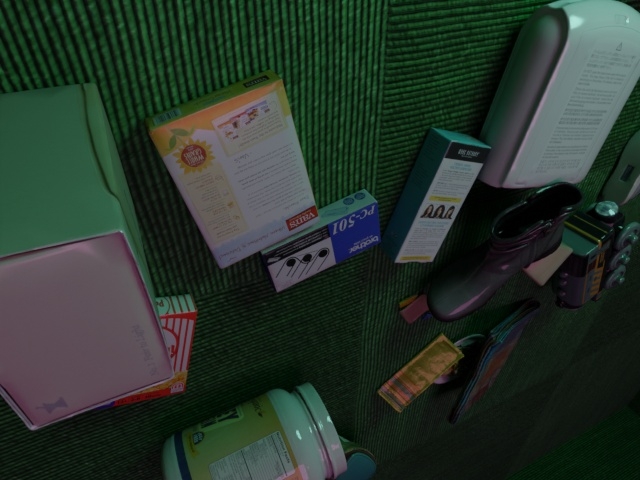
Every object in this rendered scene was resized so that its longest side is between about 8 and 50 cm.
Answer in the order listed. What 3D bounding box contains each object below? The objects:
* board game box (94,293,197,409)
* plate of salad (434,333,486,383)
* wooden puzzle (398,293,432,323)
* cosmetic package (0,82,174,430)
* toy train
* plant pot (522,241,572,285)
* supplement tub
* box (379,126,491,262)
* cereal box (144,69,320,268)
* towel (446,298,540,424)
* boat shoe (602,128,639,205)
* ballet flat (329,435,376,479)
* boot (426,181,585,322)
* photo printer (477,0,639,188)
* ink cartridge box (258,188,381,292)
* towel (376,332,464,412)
[{"bbox_3d":[-0.286,0.178,0.716,0.147,0.045,0.193,-3,125,-30],"label":"board game box"},{"bbox_3d":[0.400,0.346,1.270,0.200,0.048,0.199,-17,130,-20],"label":"plate of salad"},{"bbox_3d":[0.222,0.157,1.036,0.079,0.014,0.116,-31,135,-1],"label":"wooden puzzle"},{"bbox_3d":[-0.231,-0.017,0.409,0.113,0.309,0.160,-17,132,-20],"label":"cosmetic package"},{"bbox_3d":[0.673,0.048,1.131,0.190,0.142,0.333,-35,137,-7],"label":"toy train"},{"bbox_3d":[0.483,0.022,1.032,0.096,0.109,0.109,22,111,-28],"label":"plant pot"},{"bbox_3d":[-0.130,0.439,0.890,0.317,0.228,0.228,-20,132,-18],"label":"supplement tub"},{"bbox_3d":[0.200,-0.074,0.806,0.101,0.060,0.244,1,124,-32],"label":"box"},{"bbox_3d":[-0.106,-0.087,0.616,0.173,0.047,0.240,-26,134,-12],"label":"cereal box"},{"bbox_3d":[0.504,0.356,1.300,0.272,0.040,0.369,-21,134,-39],"label":"towel"},{"bbox_3d":[0.762,-0.186,1.062,0.081,0.079,0.227,-16,137,-33],"label":"boat shoe"},{"bbox_3d":[0.030,0.564,1.169,0.123,0.123,0.349,-47,138,9],"label":"ballet flat"},{"bbox_3d":[0.341,0.022,0.883,0.338,0.118,0.223,-40,153,3],"label":"boot"},{"bbox_3d":[0.417,-0.246,0.771,0.256,0.107,0.307,-8,127,-27],"label":"photo printer"},{"bbox_3d":[0.000,0.000,0.751,0.207,0.046,0.097,-25,135,-13],"label":"ink cartridge box"},{"bbox_3d":[0.265,0.354,1.186,0.237,0.021,0.102,-44,110,6],"label":"towel"}]
